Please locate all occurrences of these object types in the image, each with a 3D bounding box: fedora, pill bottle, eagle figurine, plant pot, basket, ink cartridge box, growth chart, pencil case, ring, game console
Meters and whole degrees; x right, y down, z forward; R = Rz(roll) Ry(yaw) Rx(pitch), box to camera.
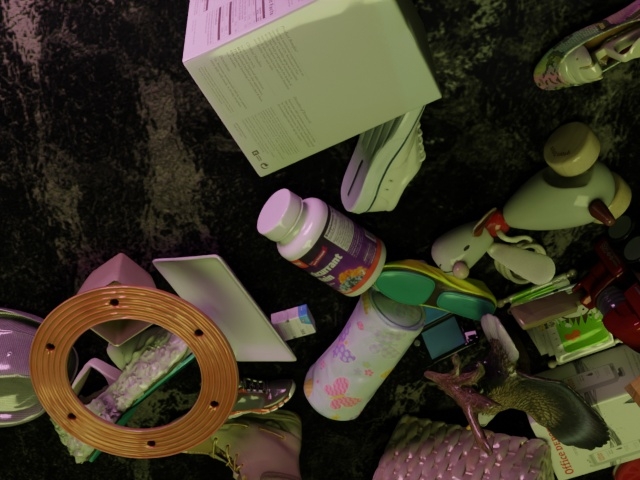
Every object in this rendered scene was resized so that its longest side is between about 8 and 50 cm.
[{"bbox_3d":[-0.560,0.233,1.733,0.275,0.124,0.244,6,129,-9],"label":"fedora"},{"bbox_3d":[0.000,0.000,1.585,0.193,0.108,0.108,32,121,-27],"label":"pill bottle"},{"bbox_3d":[0.325,0.247,1.690,0.298,0.226,0.225,4,163,-34],"label":"eagle figurine"},{"bbox_3d":[-0.329,0.087,1.643,0.109,0.096,0.109,-33,126,21],"label":"plant pot"},{"bbox_3d":[0.250,0.543,1.865,0.328,0.331,0.266,7,133,26],"label":"basket"},{"bbox_3d":[0.538,0.316,1.886,0.283,0.117,0.207,-21,129,13],"label":"ink cartridge box"},{"bbox_3d":[-0.055,0.146,1.757,0.083,0.028,0.048,-16,130,9],"label":"ink cartridge box"},{"bbox_3d":[0.436,0.139,1.793,0.172,0.021,0.237,-29,127,18],"label":"growth chart"},{"bbox_3d":[0.072,0.193,1.750,0.124,0.113,0.273,34,125,5],"label":"pencil case"},{"bbox_3d":[-0.298,0.212,1.626,0.336,0.032,0.337,1,118,2],"label":"ring"},{"bbox_3d":[0.197,0.150,1.754,0.122,0.107,0.071,-30,154,21],"label":"game console"}]

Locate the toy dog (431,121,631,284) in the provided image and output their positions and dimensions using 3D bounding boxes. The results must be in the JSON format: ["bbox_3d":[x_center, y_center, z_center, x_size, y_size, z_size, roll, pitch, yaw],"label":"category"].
[{"bbox_3d":[0.336,-0.020,1.558,0.220,0.161,0.334,22,125,-21],"label":"toy dog"}]

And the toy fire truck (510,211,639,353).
[{"bbox_3d":[0.456,0.099,1.612,0.158,0.217,0.246,33,112,-29],"label":"toy fire truck"}]

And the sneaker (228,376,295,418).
[{"bbox_3d":[-0.124,0.279,1.848,0.157,0.061,0.065,-19,123,11],"label":"sneaker"}]

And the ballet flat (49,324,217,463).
[{"bbox_3d":[-0.347,0.244,1.762,0.147,0.147,0.409,31,121,-26],"label":"ballet flat"}]

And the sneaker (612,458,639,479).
[{"bbox_3d":[0.690,0.462,2.013,0.087,0.128,0.221,32,121,-27],"label":"sneaker"}]

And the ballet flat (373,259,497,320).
[{"bbox_3d":[0.186,0.072,1.680,0.231,0.077,0.077,17,128,-16],"label":"ballet flat"}]

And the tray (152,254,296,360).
[{"bbox_3d":[-0.154,0.111,1.693,0.145,0.030,0.270,-5,134,34],"label":"tray"}]

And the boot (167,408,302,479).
[{"bbox_3d":[-0.159,0.411,1.859,0.261,0.203,0.095,0,130,-6],"label":"boot"}]

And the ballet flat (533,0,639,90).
[{"bbox_3d":[0.401,-0.267,1.406,0.221,0.079,0.077,-29,127,20],"label":"ballet flat"}]

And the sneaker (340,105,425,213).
[{"bbox_3d":[0.112,-0.146,1.495,0.091,0.094,0.258,0,137,-28],"label":"sneaker"}]

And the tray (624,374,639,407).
[{"bbox_3d":[0.655,0.164,1.632,0.411,0.076,0.203,-9,147,-54],"label":"tray"}]

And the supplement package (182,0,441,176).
[{"bbox_3d":[-0.011,-0.257,1.307,0.262,0.198,0.199,-22,128,15],"label":"supplement package"}]
